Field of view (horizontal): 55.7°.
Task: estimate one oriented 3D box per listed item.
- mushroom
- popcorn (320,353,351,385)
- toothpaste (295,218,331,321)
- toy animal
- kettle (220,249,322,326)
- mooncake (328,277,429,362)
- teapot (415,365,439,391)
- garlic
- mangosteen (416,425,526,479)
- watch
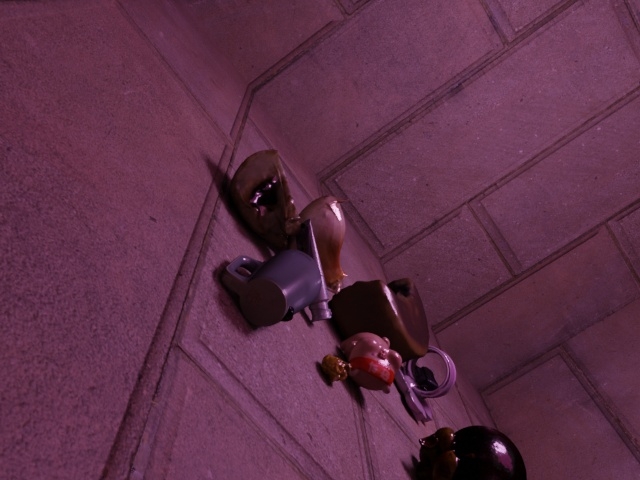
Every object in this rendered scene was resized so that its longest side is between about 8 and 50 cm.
[{"bbox_3d":[-0.175,-0.098,1.865,0.292,0.211,0.218,59,-28,27],"label":"mushroom"},{"bbox_3d":[0.036,0.353,1.624,0.084,0.084,0.084,53,11,-15],"label":"popcorn"},{"bbox_3d":[-0.028,0.091,1.808,0.114,0.073,0.300,148,-68,-63],"label":"toothpaste"},{"bbox_3d":[0.148,0.362,1.819,0.171,0.171,0.198,52,8,-20],"label":"toy animal"},{"bbox_3d":[-0.123,0.102,1.465,0.210,0.160,0.243,38,15,7],"label":"kettle"},{"bbox_3d":[0.205,0.254,2.116,0.394,0.246,0.393,49,21,-31],"label":"mooncake"},{"bbox_3d":[0.426,0.584,2.553,0.096,0.087,0.177,43,15,-22],"label":"teapot"},{"bbox_3d":[0.000,0.000,2.016,0.286,0.249,0.313,-36,120,-55],"label":"garlic"},{"bbox_3d":[0.435,0.685,1.796,0.346,0.307,0.307,25,11,3],"label":"mangosteen"},{"bbox_3d":[0.404,0.523,2.275,0.249,0.217,0.211,61,12,27],"label":"watch"}]
